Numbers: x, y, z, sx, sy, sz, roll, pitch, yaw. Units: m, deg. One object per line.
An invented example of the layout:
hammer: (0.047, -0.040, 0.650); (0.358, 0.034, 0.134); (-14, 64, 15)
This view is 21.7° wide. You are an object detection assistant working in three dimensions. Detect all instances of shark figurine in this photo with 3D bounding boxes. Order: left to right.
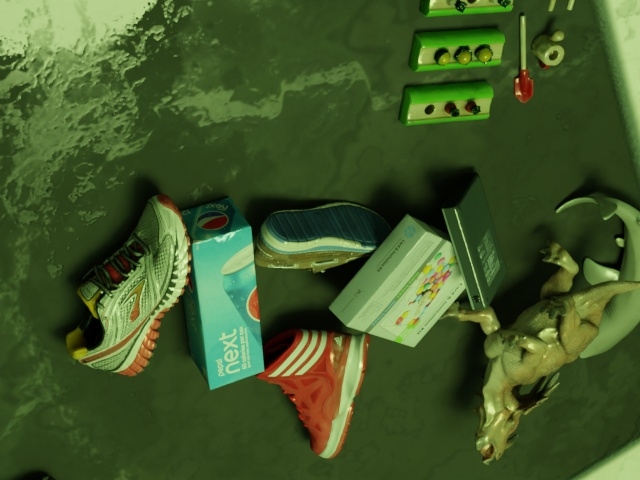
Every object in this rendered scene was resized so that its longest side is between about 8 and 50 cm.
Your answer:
shark figurine: (0.405, 0.034, 2.116); (0.166, 0.116, 0.278); (-24, 132, -14)

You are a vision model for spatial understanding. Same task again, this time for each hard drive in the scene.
hard drive: (0.182, 0.000, 1.963); (0.022, 0.094, 0.135); (-7, 115, 27)

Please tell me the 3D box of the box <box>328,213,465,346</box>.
box: (0.106, 0.051, 1.969); (0.145, 0.038, 0.186); (-50, 153, 10)

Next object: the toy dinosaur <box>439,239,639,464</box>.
toy dinosaur: (0.281, 0.128, 2.085); (0.296, 0.127, 0.200); (-33, 133, 7)

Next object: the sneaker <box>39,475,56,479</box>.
sneaker: (-0.392, 0.359, 1.919); (0.234, 0.097, 0.084); (-56, 176, -10)

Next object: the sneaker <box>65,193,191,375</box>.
sneaker: (-0.207, 0.051, 1.804); (0.093, 0.088, 0.225); (9, 117, -32)

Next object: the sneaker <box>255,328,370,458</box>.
sneaker: (-0.019, 0.174, 2.019); (0.128, 0.087, 0.221); (13, 133, -1)

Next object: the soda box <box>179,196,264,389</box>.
soda box: (-0.113, 0.061, 1.876); (0.071, 0.067, 0.210); (-17, 129, -18)

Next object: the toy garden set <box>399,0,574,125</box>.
toy garden set: (0.206, -0.237, 1.855); (0.204, 0.049, 0.244); (-7, 125, -25)

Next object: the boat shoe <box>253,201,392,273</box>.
boat shoe: (0.000, 0.000, 1.905); (0.183, 0.066, 0.066); (2, 141, -36)
